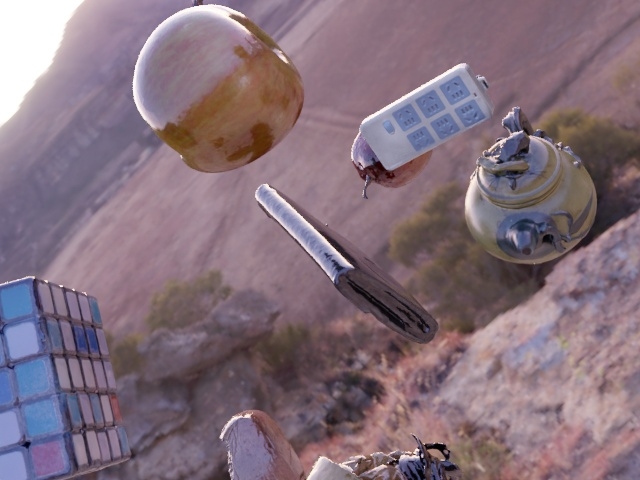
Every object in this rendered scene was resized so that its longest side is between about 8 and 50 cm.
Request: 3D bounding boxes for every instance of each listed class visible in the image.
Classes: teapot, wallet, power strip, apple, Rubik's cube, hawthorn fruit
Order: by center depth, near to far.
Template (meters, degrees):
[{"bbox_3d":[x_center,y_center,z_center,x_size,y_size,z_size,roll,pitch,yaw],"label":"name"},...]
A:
[{"bbox_3d":[0.270,-0.078,1.198,0.173,0.182,0.269,-9,50,21],"label":"teapot"},{"bbox_3d":[0.144,-0.168,1.239,0.192,0.081,0.035,-27,19,29],"label":"power strip"},{"bbox_3d":[-0.482,0.236,1.361,0.287,0.291,0.293,-15,-7,1],"label":"Rubik's cube"},{"bbox_3d":[-0.168,-0.230,1.416,0.264,0.264,0.264,-41,17,15],"label":"apple"},{"bbox_3d":[0.033,0.033,1.569,0.062,0.228,0.406,-54,31,4],"label":"wallet"},{"bbox_3d":[0.138,-0.171,1.888,0.194,0.157,0.157,-57,19,-14],"label":"hawthorn fruit"}]

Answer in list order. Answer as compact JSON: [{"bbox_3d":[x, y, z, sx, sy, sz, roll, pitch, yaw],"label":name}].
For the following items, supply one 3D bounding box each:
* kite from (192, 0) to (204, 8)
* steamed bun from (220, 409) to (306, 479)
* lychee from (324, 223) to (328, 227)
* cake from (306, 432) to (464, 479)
[{"bbox_3d":[-0.273,-0.516,2.228,0.016,0.321,0.234,-21,0,9],"label":"kite"},{"bbox_3d":[-0.093,0.347,1.390,0.106,0.175,0.145,-29,-2,0],"label":"steamed bun"},{"bbox_3d":[0.000,0.000,1.919,0.068,0.067,0.083,-10,43,51],"label":"lychee"},{"bbox_3d":[0.129,0.515,1.773,0.321,0.332,0.332,-47,16,-19],"label":"cake"}]
